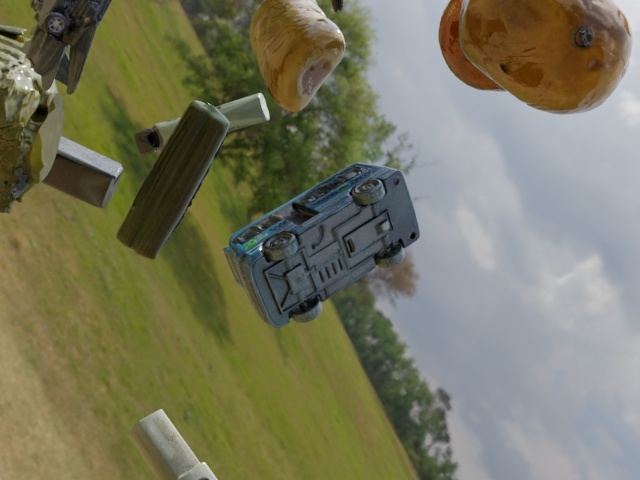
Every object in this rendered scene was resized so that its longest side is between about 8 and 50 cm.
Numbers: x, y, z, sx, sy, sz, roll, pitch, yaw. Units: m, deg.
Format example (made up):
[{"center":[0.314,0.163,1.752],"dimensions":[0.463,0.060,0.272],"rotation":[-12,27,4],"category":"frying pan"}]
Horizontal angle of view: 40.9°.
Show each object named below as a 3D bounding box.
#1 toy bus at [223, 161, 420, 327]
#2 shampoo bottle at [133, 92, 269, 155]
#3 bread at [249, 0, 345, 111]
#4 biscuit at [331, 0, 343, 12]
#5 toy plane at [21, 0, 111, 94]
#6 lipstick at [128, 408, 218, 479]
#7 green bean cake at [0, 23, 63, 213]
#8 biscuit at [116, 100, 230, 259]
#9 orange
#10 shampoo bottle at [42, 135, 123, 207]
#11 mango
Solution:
[{"center":[0.000,0.000,1.111],"dimensions":[0.134,0.246,0.114],"rotation":[27,-37,54],"category":"toy bus"},{"center":[-0.321,-0.308,2.297],"dimensions":[0.134,0.359,0.078],"rotation":[-73,147,-80],"category":"shampoo bottle"},{"center":[-0.048,-0.307,1.326],"dimensions":[0.091,0.142,0.305],"rotation":[34,16,-27],"category":"bread"},{"center":[0.035,-0.540,1.859],"dimensions":[0.089,0.027,0.087],"rotation":[-92,175,-71],"category":"biscuit"},{"center":[-0.319,-0.338,1.162],"dimensions":[0.088,0.267,0.212],"rotation":[20,22,-43],"category":"toy plane"},{"center":[-0.232,0.414,1.478],"dimensions":[0.253,0.079,0.077],"rotation":[51,-46,16],"category":"lipstick"},{"center":[-0.542,-0.184,1.398],"dimensions":[0.285,0.202,0.310],"rotation":[-87,-168,-67],"category":"green bean cake"},{"center":[-0.277,-0.111,1.617],"dimensions":[0.099,0.322,0.038],"rotation":[33,14,1],"category":"biscuit"},{"center":[0.301,-0.353,1.414],"dimensions":[0.224,0.224,0.170],"rotation":[69,0,-58],"category":"orange"},{"center":[-0.508,-0.152,1.643],"dimensions":[0.246,0.080,0.079],"rotation":[25,21,-7],"category":"shampoo bottle"},{"center":[0.248,-0.242,1.015],"dimensions":[0.187,0.144,0.359],"rotation":[44,6,-21],"category":"mango"}]
